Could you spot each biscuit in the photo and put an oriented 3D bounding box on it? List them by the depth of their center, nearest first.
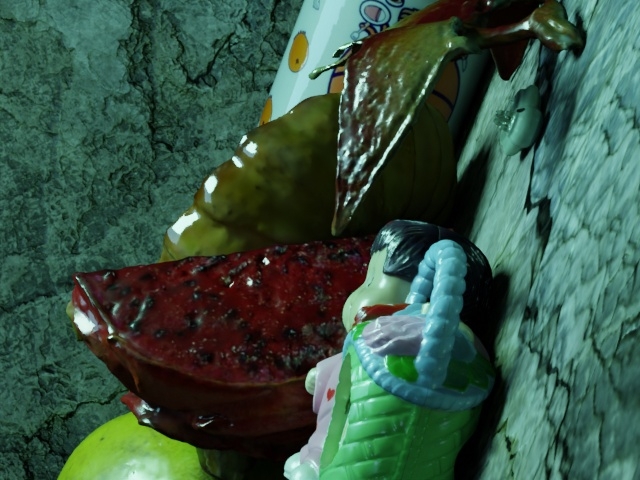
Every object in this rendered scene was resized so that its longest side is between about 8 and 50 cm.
[{"bbox_3d":[0.000,0.000,1.050,0.326,0.107,0.326,-30,-29,-18],"label":"biscuit"}]

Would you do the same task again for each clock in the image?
[{"bbox_3d":[0.054,0.082,0.744,0.194,0.100,0.195,156,131,-82],"label":"clock"}]

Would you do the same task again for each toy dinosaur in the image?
[{"bbox_3d":[0.096,-0.122,0.869,0.327,0.206,0.113,-89,-13,-72],"label":"toy dinosaur"}]

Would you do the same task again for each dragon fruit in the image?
[{"bbox_3d":[-0.029,0.122,0.927,0.205,0.317,0.152,92,165,-48],"label":"dragon fruit"}]

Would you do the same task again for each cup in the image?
[{"bbox_3d":[0.072,-0.203,1.233,0.212,0.212,0.317,-76,6,-66],"label":"cup"}]

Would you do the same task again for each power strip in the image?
[{"bbox_3d":[0.140,-0.088,0.842,0.083,0.035,0.055,-70,-1,-76],"label":"power strip"}]

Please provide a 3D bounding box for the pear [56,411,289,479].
[{"bbox_3d":[-0.119,0.303,1.051,0.375,0.287,0.287,-127,54,-66],"label":"pear"}]
